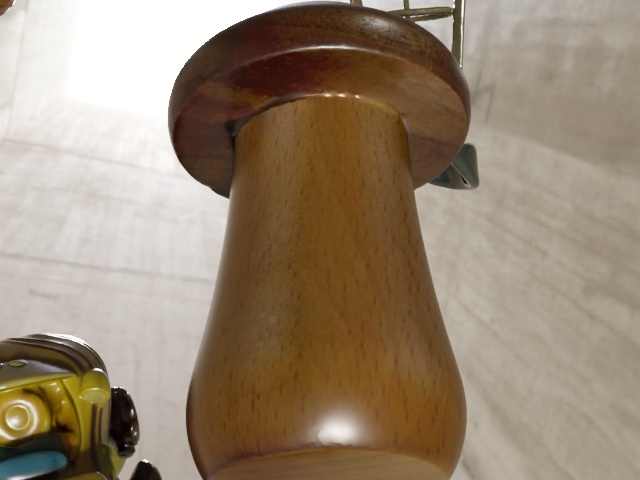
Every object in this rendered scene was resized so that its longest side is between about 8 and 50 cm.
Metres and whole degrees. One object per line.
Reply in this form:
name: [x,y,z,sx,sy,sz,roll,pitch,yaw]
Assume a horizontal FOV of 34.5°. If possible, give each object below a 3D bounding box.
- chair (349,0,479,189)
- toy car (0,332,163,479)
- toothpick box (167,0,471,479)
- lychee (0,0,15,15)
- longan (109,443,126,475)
chair: [0.072,-0.144,0.852,0.095,0.222,0.104,-12,-171,-21]
toy car: [-0.228,0.162,0.792,0.200,0.142,0.248,-12,-138,-22]
toothpick box: [0.000,0.000,0.614,0.192,0.294,0.192,0,153,0]
lychee: [-0.361,-0.253,1.015,0.114,0.140,0.101,15,-161,-46]
longan: [-0.239,0.233,1.113,0.075,0.075,0.083,17,163,25]
